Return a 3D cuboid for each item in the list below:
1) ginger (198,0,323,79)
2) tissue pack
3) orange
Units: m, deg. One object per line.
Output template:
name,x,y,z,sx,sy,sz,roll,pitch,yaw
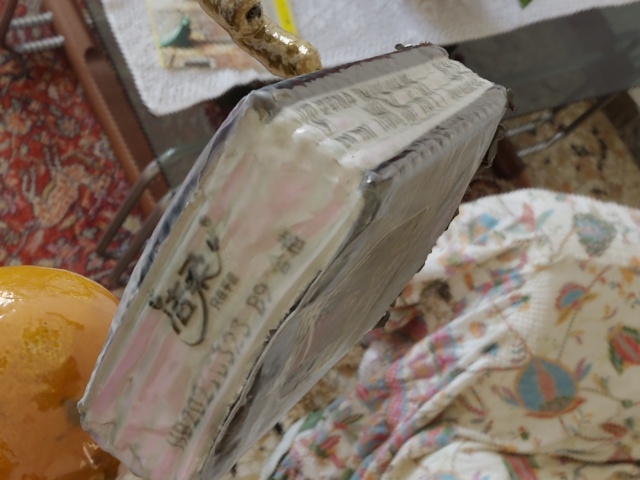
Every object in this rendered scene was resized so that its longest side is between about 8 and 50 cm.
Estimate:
ginger,-0.103,-0.260,1.104,0.075,0.089,0.288,-42,87,-1
tissue pack,0.000,0.000,0.762,0.122,0.259,0.361,33,23,10
orange,-0.336,0.176,1.222,0.312,0.312,0.312,13,58,-23
